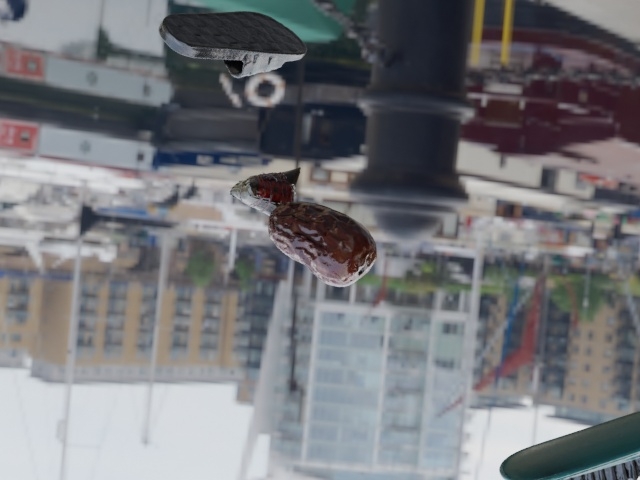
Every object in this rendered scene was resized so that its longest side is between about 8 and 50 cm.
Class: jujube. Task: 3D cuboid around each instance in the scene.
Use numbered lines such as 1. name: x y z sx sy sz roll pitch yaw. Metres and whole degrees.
1. jujube: 0.000 0.000 1.314 0.129 0.077 0.077 27 -169 30

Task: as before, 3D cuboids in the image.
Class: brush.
1. brush: 0.199 0.120 0.726 0.193 0.032 0.043 -15 -164 -8

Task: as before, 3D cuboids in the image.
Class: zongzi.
1. zongzi: -0.051 -0.062 1.415 0.083 0.073 0.067 30 160 -16

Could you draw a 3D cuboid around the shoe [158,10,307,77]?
1. shoe: -0.098 -0.202 1.279 0.179 0.049 0.071 -7 -128 -43
